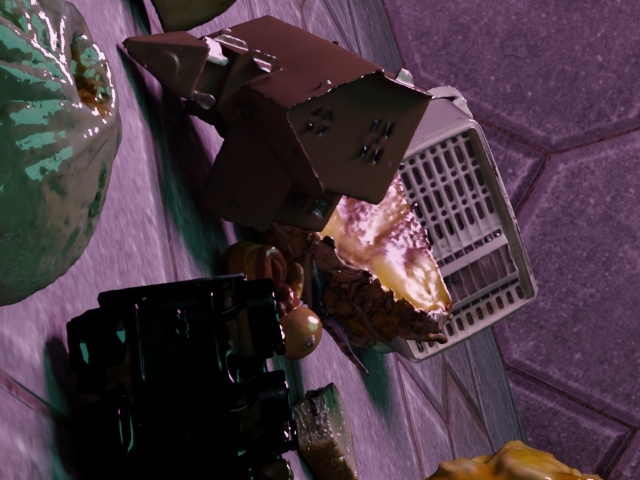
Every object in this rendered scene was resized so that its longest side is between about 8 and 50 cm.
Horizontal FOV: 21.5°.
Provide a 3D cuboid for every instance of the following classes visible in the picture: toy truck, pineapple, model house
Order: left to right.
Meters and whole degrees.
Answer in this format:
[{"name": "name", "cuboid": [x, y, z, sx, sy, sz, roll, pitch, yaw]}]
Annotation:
[{"name": "toy truck", "cuboid": [-0.069, 0.153, 0.975, 0.127, 0.127, 0.257, 85, -5, -60]}, {"name": "model house", "cuboid": [-0.071, -0.108, 1.397, 0.248, 0.176, 0.181, 18, 10, -39]}, {"name": "pineapple", "cuboid": [-0.005, 0.000, 1.600, 0.158, 0.161, 0.334, -10, 65, -40]}]

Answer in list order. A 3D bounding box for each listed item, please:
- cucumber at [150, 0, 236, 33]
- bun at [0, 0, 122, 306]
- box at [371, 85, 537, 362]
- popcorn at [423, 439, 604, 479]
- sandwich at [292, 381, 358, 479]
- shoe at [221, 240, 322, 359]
[{"name": "cucumber", "cuboid": [-0.132, -0.317, 1.339, 0.325, 0.145, 0.105, 71, 3, -45]}, {"name": "bun", "cuboid": [-0.161, -0.066, 0.830, 0.195, 0.118, 0.195, -19, 90, -83]}, {"name": "box", "cuboid": [0.113, -0.018, 1.962, 0.290, 0.220, 0.166, 68, -11, -26]}, {"name": "popcorn", "cuboid": [0.190, 0.345, 1.677, 0.279, 0.274, 0.335, 33, 1, -25]}, {"name": "sandwich", "cuboid": [0.003, 0.170, 1.564, 0.105, 0.035, 0.093, -95, 164, -52]}, {"name": "shoe", "cuboid": [-0.043, 0.051, 1.421, 0.069, 0.072, 0.109, -12, -90, 61]}]
